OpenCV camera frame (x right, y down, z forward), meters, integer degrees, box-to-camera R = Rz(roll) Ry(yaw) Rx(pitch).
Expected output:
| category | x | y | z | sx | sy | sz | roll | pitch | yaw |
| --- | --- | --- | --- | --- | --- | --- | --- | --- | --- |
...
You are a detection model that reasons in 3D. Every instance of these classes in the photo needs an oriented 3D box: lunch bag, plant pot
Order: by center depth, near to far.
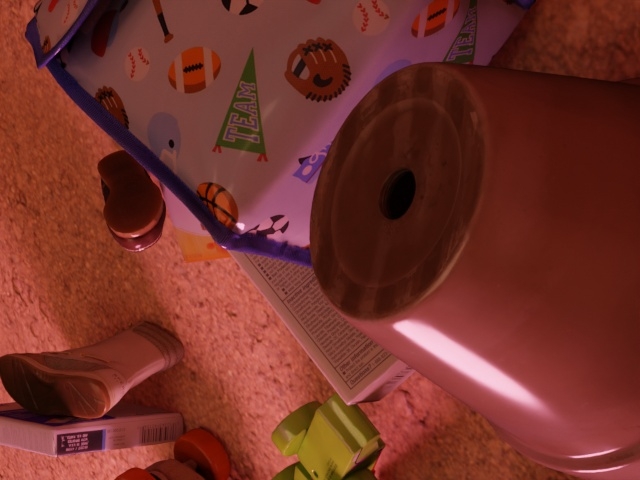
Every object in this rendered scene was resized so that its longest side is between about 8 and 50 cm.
| category | x | y | z | sx | sy | sz | roll | pitch | yaw |
| --- | --- | --- | --- | --- | --- | --- | --- | --- | --- |
| plant pot | 0.154 | 0.004 | 0.953 | 0.323 | 0.280 | 0.323 | -27 | 54 | 46 |
| lunch bag | -0.070 | -0.217 | 1.142 | 0.385 | 0.239 | 0.328 | 45 | 103 | 28 |

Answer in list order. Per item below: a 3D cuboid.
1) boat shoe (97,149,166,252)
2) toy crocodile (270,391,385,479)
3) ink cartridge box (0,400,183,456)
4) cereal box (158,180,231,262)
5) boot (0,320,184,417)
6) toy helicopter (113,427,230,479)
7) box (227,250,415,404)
| category | x | y | z | sx | sy | sz | roll | pitch | yaw |
| --- | --- | --- | --- | --- | --- | --- | --- | --- | --- |
| boat shoe | -0.219 | -0.036 | 1.520 | 0.207 | 0.073 | 0.073 | -114 | 9 | -59 |
| toy crocodile | 0.015 | 0.256 | 1.380 | 0.115 | 0.105 | 0.340 | 48 | 152 | 24 |
| ink cartridge box | -0.328 | 0.245 | 1.708 | 0.208 | 0.206 | 0.045 | 4 | 93 | 45 |
| cereal box | -0.127 | -0.099 | 1.457 | 0.173 | 0.047 | 0.240 | -9 | 102 | 48 |
| boot | -0.301 | 0.161 | 1.667 | 0.213 | 0.165 | 0.077 | 4 | 114 | 37 |
| toy helicopter | -0.118 | 0.427 | 1.635 | 0.355 | 0.140 | 0.235 | 35 | 132 | 26 |
| box | 0.000 | 0.000 | 1.282 | 0.148 | 0.121 | 0.311 | -40 | 75 | 10 |
